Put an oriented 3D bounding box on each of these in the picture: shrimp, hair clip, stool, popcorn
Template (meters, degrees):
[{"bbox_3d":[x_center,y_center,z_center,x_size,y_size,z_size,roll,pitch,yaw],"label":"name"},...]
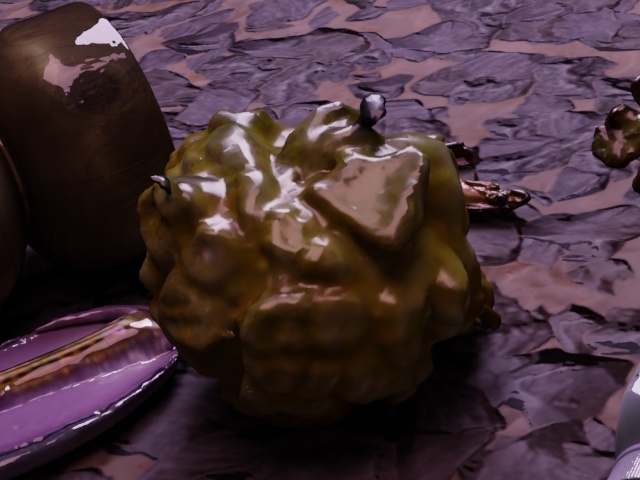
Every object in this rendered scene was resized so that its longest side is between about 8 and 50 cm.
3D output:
[{"bbox_3d":[0.095,-0.041,1.074,0.127,0.025,0.091,9,33,37],"label":"shrimp"},{"bbox_3d":[-0.229,0.107,0.897,0.359,0.095,0.110,-14,-7,-23],"label":"hair clip"},{"bbox_3d":[-0.243,-0.028,1.012,0.264,0.179,0.179,-24,31,-23],"label":"stool"},{"bbox_3d":[0.000,0.002,0.880,0.189,0.169,0.218,-7,33,8],"label":"popcorn"}]

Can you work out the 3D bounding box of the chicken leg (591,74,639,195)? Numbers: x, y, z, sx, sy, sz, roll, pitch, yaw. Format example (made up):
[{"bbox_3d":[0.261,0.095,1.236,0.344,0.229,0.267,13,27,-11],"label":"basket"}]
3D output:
[{"bbox_3d":[0.350,-0.049,0.888,0.361,0.140,0.211,-8,50,-21],"label":"chicken leg"}]

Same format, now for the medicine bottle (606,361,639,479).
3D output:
[{"bbox_3d":[0.173,0.097,0.747,0.055,0.074,0.118,5,34,27],"label":"medicine bottle"}]
